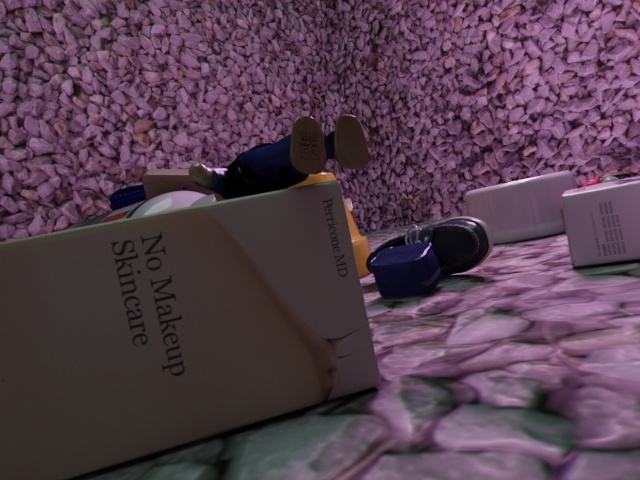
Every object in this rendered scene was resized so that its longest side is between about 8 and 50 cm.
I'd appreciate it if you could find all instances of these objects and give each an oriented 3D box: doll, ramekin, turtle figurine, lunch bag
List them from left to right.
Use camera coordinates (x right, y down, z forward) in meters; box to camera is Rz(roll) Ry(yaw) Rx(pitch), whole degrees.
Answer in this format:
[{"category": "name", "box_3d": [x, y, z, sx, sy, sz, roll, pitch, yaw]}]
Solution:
[{"category": "doll", "box_3d": [-0.048, -0.059, 0.396, 0.129, 0.046, 0.189, -11, 1, -33]}, {"category": "lunch bag", "box_3d": [0.123, 0.048, 0.676, 0.098, 0.065, 0.067, -9, 18, 37]}, {"category": "ramekin", "box_3d": [0.491, -0.080, 1.130, 0.277, 0.135, 0.277, -12, 2, 0]}, {"category": "turtle figurine", "box_3d": [0.743, -0.119, 1.150, 0.175, 0.118, 0.234, -11, -3, 43]}]

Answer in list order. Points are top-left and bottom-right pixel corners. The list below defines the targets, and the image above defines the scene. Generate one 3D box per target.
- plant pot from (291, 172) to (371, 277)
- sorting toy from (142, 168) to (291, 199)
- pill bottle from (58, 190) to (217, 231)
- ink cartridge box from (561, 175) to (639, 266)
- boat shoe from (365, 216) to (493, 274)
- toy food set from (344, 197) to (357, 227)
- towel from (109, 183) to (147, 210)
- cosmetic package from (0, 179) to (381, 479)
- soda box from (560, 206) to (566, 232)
[{"category": "plant pot", "box_3d": [-0.025, -0.021, 1.051, 0.254, 0.239, 0.254, -12, 3, 1]}, {"category": "sorting toy", "box_3d": [-0.180, 0.006, 0.837, 0.257, 0.255, 0.089, 1, 33, 4]}, {"category": "pill bottle", "box_3d": [-0.223, 0.047, 0.643, 0.363, 0.210, 0.210, -11, 2, 35]}, {"category": "ink cartridge box", "box_3d": [0.456, -0.041, 0.611, 0.237, 0.100, 0.172, -11, 1, 30]}, {"category": "boat shoe", "box_3d": [0.169, 0.019, 0.773, 0.079, 0.095, 0.254, -11, 0, -30]}, {"category": "toy food set", "box_3d": [0.000, 0.000, 1.300, 0.220, 0.092, 0.306, -12, -28, 5]}, {"category": "towel", "box_3d": [-0.275, 0.018, 0.946, 0.228, 0.308, 0.076, -10, 32, 24]}, {"category": "cosmetic package", "box_3d": [-0.128, 0.063, 0.347, 0.309, 0.160, 0.113, -13, 2, -12]}, {"category": "soda box", "box_3d": [0.604, -0.060, 0.955, 0.183, 0.058, 0.063, -13, 2, 1]}]
